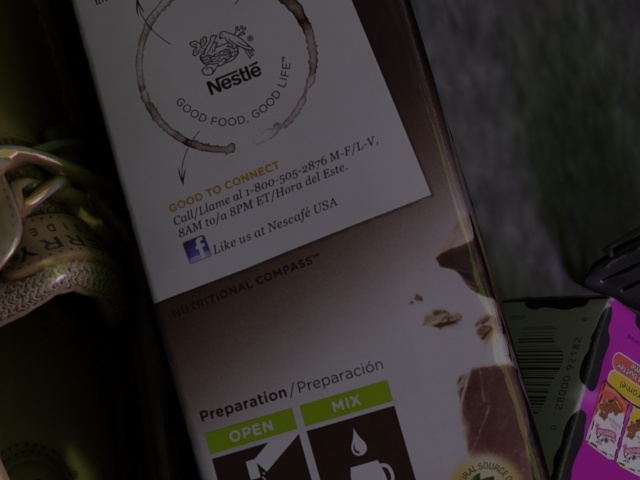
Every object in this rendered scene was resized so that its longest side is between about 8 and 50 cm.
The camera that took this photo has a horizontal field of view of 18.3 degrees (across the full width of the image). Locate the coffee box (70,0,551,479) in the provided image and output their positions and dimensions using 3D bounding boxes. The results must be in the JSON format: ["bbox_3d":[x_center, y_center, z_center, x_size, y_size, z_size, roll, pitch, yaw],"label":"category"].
[{"bbox_3d":[0.000,0.000,0.755,0.119,0.168,0.297,-17,82,4],"label":"coffee box"}]

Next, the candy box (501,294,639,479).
[{"bbox_3d":[0.121,0.162,0.886,0.159,0.071,0.233,34,65,-35],"label":"candy box"}]

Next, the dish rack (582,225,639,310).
[{"bbox_3d":[0.274,0.045,0.975,0.271,0.208,0.074,23,54,-31],"label":"dish rack"}]

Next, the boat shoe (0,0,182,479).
[{"bbox_3d":[-0.111,0.008,0.741,0.122,0.110,0.341,-12,87,-39],"label":"boat shoe"}]
